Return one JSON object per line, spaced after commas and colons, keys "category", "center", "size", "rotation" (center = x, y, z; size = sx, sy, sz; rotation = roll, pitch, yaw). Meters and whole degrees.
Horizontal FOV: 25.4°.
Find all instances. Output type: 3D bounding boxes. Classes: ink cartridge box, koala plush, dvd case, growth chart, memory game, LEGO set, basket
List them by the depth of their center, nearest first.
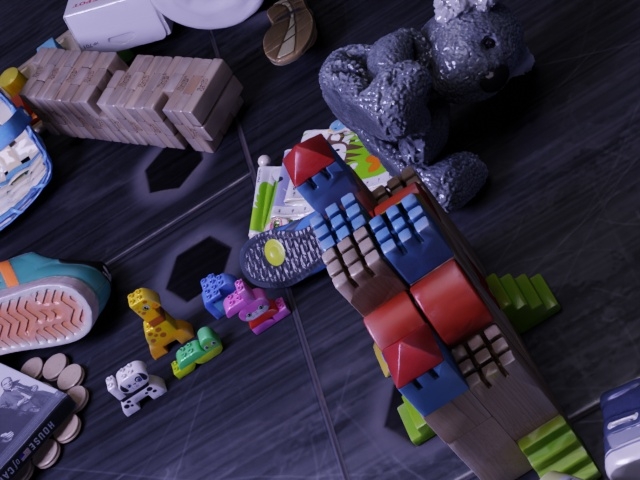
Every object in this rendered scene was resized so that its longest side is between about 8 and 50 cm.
{"category": "koala plush", "center": [0.130, -0.186, 1.548], "size": [0.221, 0.196, 0.203], "rotation": [-42, 41, -5]}
{"category": "LEGO set", "center": [-0.161, 0.090, 1.609], "size": [0.227, 0.093, 0.087], "rotation": [-34, 41, 9]}
{"category": "growth chart", "center": [0.019, -0.084, 1.678], "size": [0.237, 0.021, 0.172], "rotation": [-19, 46, 21]}
{"category": "dvd case", "center": [-0.422, 0.225, 1.704], "size": [0.239, 0.029, 0.179], "rotation": [15, 57, 46]}
{"category": "memory game", "center": [-0.354, 0.216, 1.710], "size": [0.186, 0.012, 0.186], "rotation": [-21, 45, 23]}
{"category": "basket", "center": [-0.485, -0.099, 1.915], "size": [0.255, 0.201, 0.289], "rotation": [-36, 10, 8]}
{"category": "ink cartridge box", "center": [-0.283, -0.364, 2.075], "size": [0.140, 0.082, 0.190], "rotation": [-13, 39, 14]}

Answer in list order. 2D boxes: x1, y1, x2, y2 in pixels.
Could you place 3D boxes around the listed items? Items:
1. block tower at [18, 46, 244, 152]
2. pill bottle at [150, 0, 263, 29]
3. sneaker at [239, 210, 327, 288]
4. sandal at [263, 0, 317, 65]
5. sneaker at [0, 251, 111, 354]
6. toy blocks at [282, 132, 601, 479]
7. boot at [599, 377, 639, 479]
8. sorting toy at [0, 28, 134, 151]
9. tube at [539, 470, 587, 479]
{"category": "block tower", "center": [-0.258, -0.190, 1.909], "size": [0.335, 0.091, 0.097], "rotation": [10, 61, 37]}
{"category": "pill bottle", "center": [-0.154, -0.466, 2.021], "size": [0.176, 0.176, 0.318], "rotation": [-20, 46, 23]}
{"category": "sneaker", "center": [0.000, 0.000, 1.598], "size": [0.209, 0.082, 0.069], "rotation": [-24, 86, 38]}
{"category": "sandal", "center": [-0.035, -0.272, 1.866], "size": [0.072, 0.049, 0.180], "rotation": [-25, 29, 11]}
{"category": "sneaker", "center": [-0.401, 0.080, 1.781], "size": [0.302, 0.108, 0.121], "rotation": [-4, 21, 16]}
{"category": "toy blocks", "center": [0.094, 0.047, 1.323], "size": [0.191, 0.261, 0.381], "rotation": [-34, 42, 9]}
{"category": "boot", "center": [0.325, 0.141, 1.209], "size": [0.190, 0.069, 0.086], "rotation": [-21, 48, 24]}
{"category": "sorting toy", "center": [-0.421, -0.235, 2.124], "size": [0.348, 0.047, 0.196], "rotation": [-36, 41, 7]}
{"category": "tube", "center": [0.285, 0.253, 1.161], "size": [0.240, 0.062, 0.070], "rotation": [13, 108, 38]}
